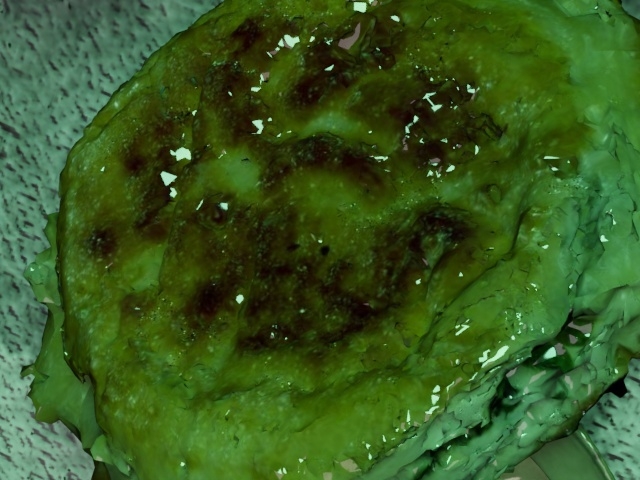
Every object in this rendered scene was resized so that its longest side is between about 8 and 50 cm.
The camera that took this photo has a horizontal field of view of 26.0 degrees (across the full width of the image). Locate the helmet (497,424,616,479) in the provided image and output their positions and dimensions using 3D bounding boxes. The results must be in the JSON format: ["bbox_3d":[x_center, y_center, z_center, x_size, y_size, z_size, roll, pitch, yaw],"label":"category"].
[{"bbox_3d":[0.072,0.143,0.715,0.257,0.137,0.204,-4,98,35],"label":"helmet"}]

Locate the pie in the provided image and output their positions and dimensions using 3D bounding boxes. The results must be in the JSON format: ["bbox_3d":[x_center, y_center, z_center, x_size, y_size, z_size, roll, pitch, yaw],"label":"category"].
[{"bbox_3d":[0.000,0.000,0.646,0.355,0.288,0.103,-37,139,9],"label":"pie"}]
